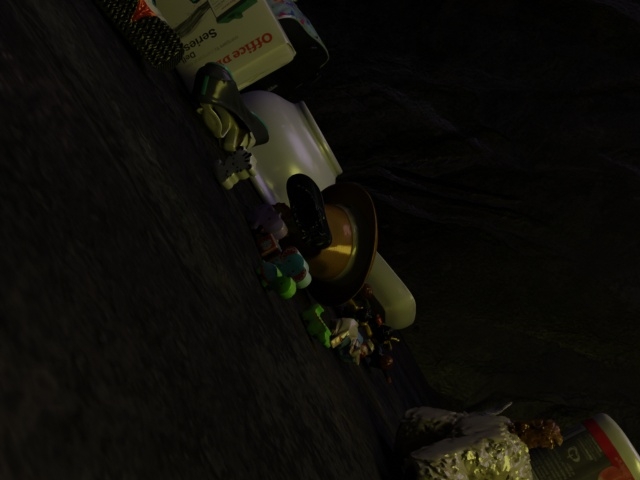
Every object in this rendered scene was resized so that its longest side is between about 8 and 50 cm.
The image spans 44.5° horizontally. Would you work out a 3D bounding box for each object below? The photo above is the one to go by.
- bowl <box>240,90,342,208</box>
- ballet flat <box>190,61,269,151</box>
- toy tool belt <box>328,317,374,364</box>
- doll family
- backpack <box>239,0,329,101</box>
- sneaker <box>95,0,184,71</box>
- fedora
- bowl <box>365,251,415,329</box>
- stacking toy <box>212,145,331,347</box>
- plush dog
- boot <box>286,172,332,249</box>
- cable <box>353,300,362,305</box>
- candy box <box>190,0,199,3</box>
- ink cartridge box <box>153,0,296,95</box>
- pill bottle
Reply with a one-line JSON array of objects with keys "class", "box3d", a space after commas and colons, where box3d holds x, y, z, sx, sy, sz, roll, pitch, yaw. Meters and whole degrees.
[{"class": "bowl", "box3d": [-0.053, -0.146, 1.348, 0.297, 0.134, 0.298, 61, 4, -8]}, {"class": "ballet flat", "box3d": [-0.128, -0.166, 1.089, 0.074, 0.074, 0.203, 63, 2, 26]}, {"class": "toy tool belt", "box3d": [0.038, 0.151, 1.102, 0.083, 0.052, 0.051, 54, 39, -33]}, {"class": "doll family", "box3d": [0.087, 0.156, 1.373, 0.193, 0.076, 0.111, 56, -15, -3]}, {"class": "backpack", "box3d": [-0.127, -0.410, 1.622, 0.191, 0.225, 0.253, 59, 14, 16]}, {"class": "sneaker", "box3d": [-0.210, -0.255, 0.836, 0.075, 0.057, 0.161, 39, -14, 53]}, {"class": "fedora", "box3d": [0.000, 0.000, 1.108, 0.079, 0.194, 0.194, 11, 37, -34]}, {"class": "bowl", "box3d": [0.111, 0.096, 1.424, 0.142, 0.053, 0.142, 51, -15, 23]}, {"class": "stacking toy", "box3d": [-0.047, 0.008, 0.952, 0.221, 0.052, 0.167, 64, 6, 32]}, {"class": "plush dog", "box3d": [0.207, 0.346, 1.001, 0.262, 0.211, 0.225, -76, 160, -84]}, {"class": "boot", "box3d": [-0.021, -0.047, 1.009, 0.099, 0.045, 0.121, 53, 16, -71]}, {"class": "cable", "box3d": [0.059, 0.039, 1.838, 0.287, 0.072, 0.139, 64, 0, 36]}, {"class": "candy box", "box3d": [-0.241, -0.464, 0.891, 0.317, 0.122, 0.268, 26, 32, -54]}, {"class": "ink cartridge box", "box3d": [-0.157, -0.325, 1.112, 0.219, 0.160, 0.092, 60, 6, 1]}, {"class": "pill bottle", "box3d": [0.373, 0.432, 1.284, 0.176, 0.319, 0.176, 60, 5, -8]}]
